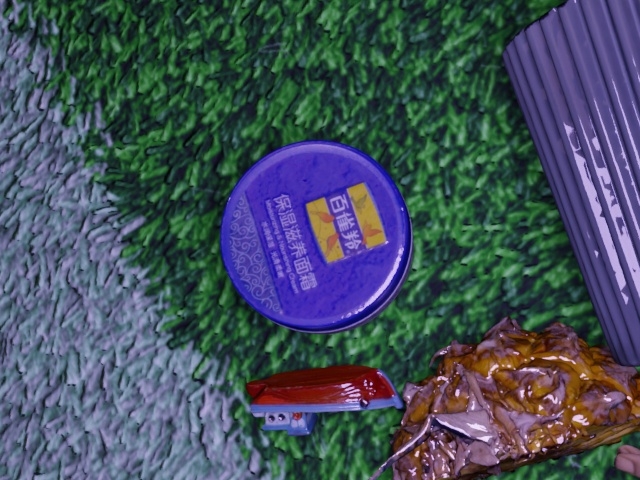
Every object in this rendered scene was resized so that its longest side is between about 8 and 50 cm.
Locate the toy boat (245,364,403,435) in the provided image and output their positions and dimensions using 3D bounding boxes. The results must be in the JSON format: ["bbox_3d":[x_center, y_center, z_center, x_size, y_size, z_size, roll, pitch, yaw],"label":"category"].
[{"bbox_3d":[0.004,0.175,1.059,0.172,0.069,0.059,-8,101,12],"label":"toy boat"}]

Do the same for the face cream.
[{"bbox_3d":[0.000,0.000,1.062,0.205,0.111,0.206,-2,81,11],"label":"face cream"}]

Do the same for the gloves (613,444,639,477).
[{"bbox_3d":[0.388,0.242,0.936,0.203,0.124,0.165,3,107,-2],"label":"gloves"}]

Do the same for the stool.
[{"bbox_3d":[0.357,-0.068,0.915,0.297,0.297,0.330,-15,84,9],"label":"stool"}]

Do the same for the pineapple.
[{"bbox_3d":[0.192,0.151,0.968,0.334,0.158,0.161,-15,76,6],"label":"pineapple"}]
